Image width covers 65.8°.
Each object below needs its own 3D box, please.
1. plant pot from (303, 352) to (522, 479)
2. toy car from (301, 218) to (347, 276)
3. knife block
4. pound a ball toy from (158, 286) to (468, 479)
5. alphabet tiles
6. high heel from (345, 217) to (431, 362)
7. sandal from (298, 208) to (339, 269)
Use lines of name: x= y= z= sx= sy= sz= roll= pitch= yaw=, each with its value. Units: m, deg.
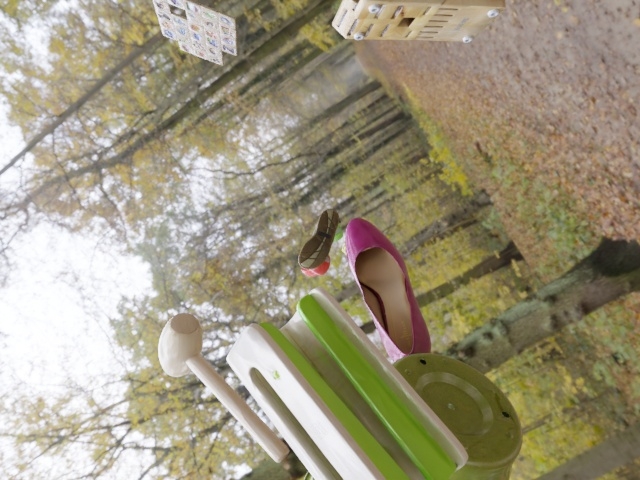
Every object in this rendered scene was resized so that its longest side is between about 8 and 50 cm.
plant pot: x=0.177 y=0.409 z=0.893 sx=0.367 sy=0.353 sz=0.366 roll=13 pitch=-150 yaw=-7
toy car: x=0.044 y=0.014 z=1.489 sx=0.225 sy=0.239 sz=0.053 roll=75 pitch=170 yaw=-49
knife block: x=0.147 y=-0.393 z=0.649 sx=0.088 sy=0.276 sz=0.242 roll=149 pitch=115 yaw=-75
pound a ball toy: x=-0.022 y=0.202 z=0.571 sx=0.319 sy=0.135 sz=0.208 roll=47 pitch=-137 yaw=17
alphabet tiles: x=-0.294 y=-0.500 z=1.185 sx=0.198 sy=0.009 sz=0.237 roll=20 pitch=170 yaw=-5
high heel: x=0.139 y=0.091 z=1.071 sx=0.377 sy=0.127 sz=0.181 roll=63 pitch=-175 yaw=22
sandal: x=0.000 y=0.000 z=1.355 sx=0.072 sy=0.180 sz=0.049 roll=24 pitch=168 yaw=2
